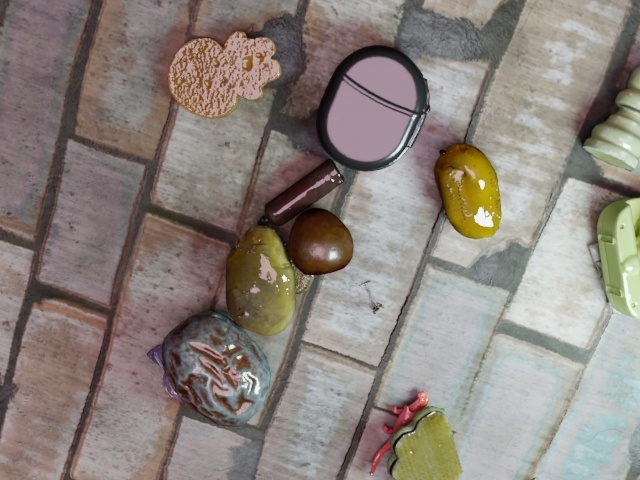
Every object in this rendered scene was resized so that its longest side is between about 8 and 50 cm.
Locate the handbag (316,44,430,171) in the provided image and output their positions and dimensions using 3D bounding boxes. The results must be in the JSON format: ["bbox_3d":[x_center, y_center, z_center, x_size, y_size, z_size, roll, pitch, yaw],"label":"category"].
[{"bbox_3d":[0.127,-0.317,1.679,0.253,0.093,0.308,24,104,0],"label":"handbag"}]

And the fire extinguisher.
[{"bbox_3d":[-0.059,-0.100,1.762,0.267,0.072,0.089,-35,135,11],"label":"fire extinguisher"}]

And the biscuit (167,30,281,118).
[{"bbox_3d":[-0.240,-0.418,1.713,0.288,0.044,0.202,-20,101,8],"label":"biscuit"}]

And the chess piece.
[{"bbox_3d":[0.738,-0.300,1.625,0.133,0.133,0.243,26,97,-2],"label":"chess piece"}]

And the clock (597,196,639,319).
[{"bbox_3d":[0.859,0.022,1.660,0.348,0.117,0.286,-12,97,-4],"label":"clock"}]

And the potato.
[{"bbox_3d":[-0.157,0.105,1.772,0.191,0.141,0.297,6,105,18],"label":"potato"}]

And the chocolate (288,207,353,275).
[{"bbox_3d":[0.000,0.000,1.733,0.176,0.177,0.177,1,103,5],"label":"chocolate"}]

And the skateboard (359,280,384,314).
[{"bbox_3d":[0.132,0.151,1.810,0.032,0.064,0.083,-27,88,18],"label":"skateboard"}]

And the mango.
[{"bbox_3d":[0.367,-0.121,1.679,0.151,0.156,0.249,-28,103,-26],"label":"mango"}]

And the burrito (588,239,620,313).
[{"bbox_3d":[0.735,0.090,1.742,0.064,0.064,0.203,-19,99,9],"label":"burrito"}]

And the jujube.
[{"bbox_3d":[-0.275,0.333,1.804,0.308,0.215,0.247,36,104,-2],"label":"jujube"}]

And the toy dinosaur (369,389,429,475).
[{"bbox_3d":[0.246,0.539,1.899,0.138,0.070,0.286,16,107,-22],"label":"toy dinosaur"}]

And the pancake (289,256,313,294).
[{"bbox_3d":[-0.075,0.097,1.835,0.114,0.011,0.115,1,103,5],"label":"pancake"}]

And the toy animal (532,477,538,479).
[{"bbox_3d":[0.555,0.719,1.903,0.098,0.137,0.098,19,144,15],"label":"toy animal"}]

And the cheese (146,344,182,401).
[{"bbox_3d":[-0.400,0.373,1.913,0.105,0.042,0.191,-29,97,9],"label":"cheese"}]

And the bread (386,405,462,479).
[{"bbox_3d":[0.272,0.576,1.855,0.207,0.056,0.287,-20,115,-9],"label":"bread"}]
